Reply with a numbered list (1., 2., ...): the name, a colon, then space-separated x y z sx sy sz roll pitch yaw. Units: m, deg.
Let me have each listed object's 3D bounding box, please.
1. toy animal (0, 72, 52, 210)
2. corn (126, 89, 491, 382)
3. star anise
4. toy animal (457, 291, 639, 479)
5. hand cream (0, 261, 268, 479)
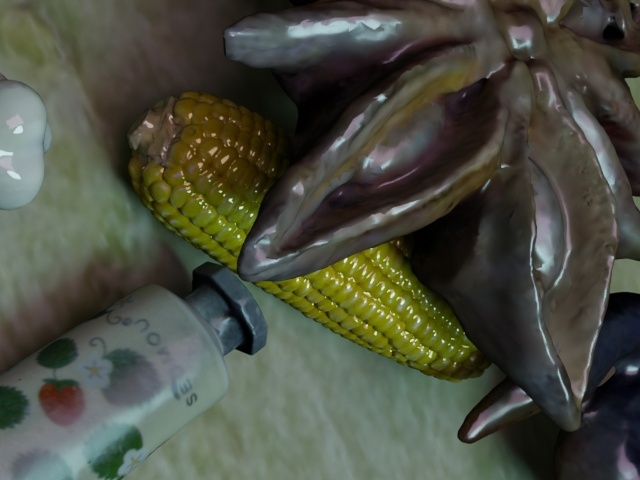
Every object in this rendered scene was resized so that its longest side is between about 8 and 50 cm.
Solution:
1. toy animal: -0.268 -0.040 0.626 0.363 0.180 0.181 -29 79 -26
2. corn: 0.000 0.000 0.844 0.206 0.067 0.067 32 71 -25
3. star anise: 0.062 -0.083 0.835 0.292 0.109 0.349 14 63 -48
4. toy animal: 0.168 0.163 0.895 0.298 0.122 0.185 43 67 -21
5. hand cream: -0.139 0.101 0.767 0.276 0.059 0.095 -36 102 -22
